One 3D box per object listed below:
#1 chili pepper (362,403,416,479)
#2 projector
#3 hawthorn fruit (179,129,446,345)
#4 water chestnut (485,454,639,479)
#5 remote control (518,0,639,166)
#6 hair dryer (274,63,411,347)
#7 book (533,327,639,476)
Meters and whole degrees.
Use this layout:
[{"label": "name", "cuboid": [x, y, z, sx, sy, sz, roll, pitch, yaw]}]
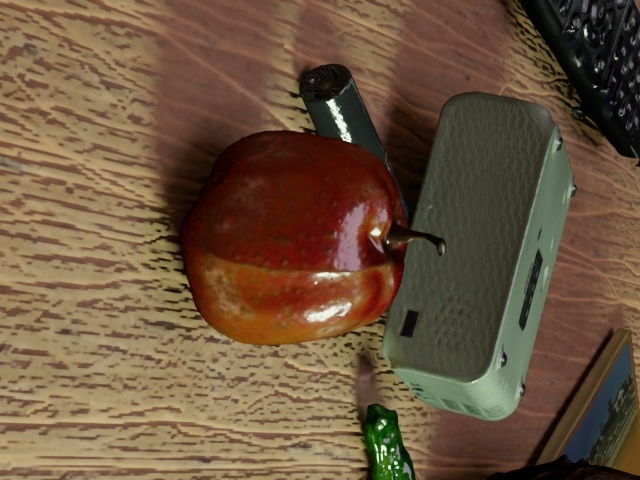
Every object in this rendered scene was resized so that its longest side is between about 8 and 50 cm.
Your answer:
[{"label": "chili pepper", "cuboid": [0.058, 0.226, 1.620, 0.073, 0.050, 0.182, -13, 106, -51]}, {"label": "projector", "cuboid": [0.146, 0.020, 1.621, 0.198, 0.108, 0.250, 52, 51, -70]}, {"label": "hawthorn fruit", "cuboid": [0.000, 0.000, 1.327, 0.157, 0.194, 0.157, 1, 90, -69]}, {"label": "water chestnut", "cuboid": [0.274, 0.365, 1.745, 0.335, 0.347, 0.335, 1, 89, -52]}, {"label": "remote control", "cuboid": [0.268, -0.221, 1.856, 0.399, 0.062, 0.144, 48, 55, -51]}, {"label": "hair dryer", "cuboid": [-0.005, -0.016, 1.464, 0.195, 0.050, 0.173, -58, 141, -30]}, {"label": "book", "cuboid": [0.320, 0.324, 2.109, 0.262, 0.028, 0.374, -49, 137, -43]}]
